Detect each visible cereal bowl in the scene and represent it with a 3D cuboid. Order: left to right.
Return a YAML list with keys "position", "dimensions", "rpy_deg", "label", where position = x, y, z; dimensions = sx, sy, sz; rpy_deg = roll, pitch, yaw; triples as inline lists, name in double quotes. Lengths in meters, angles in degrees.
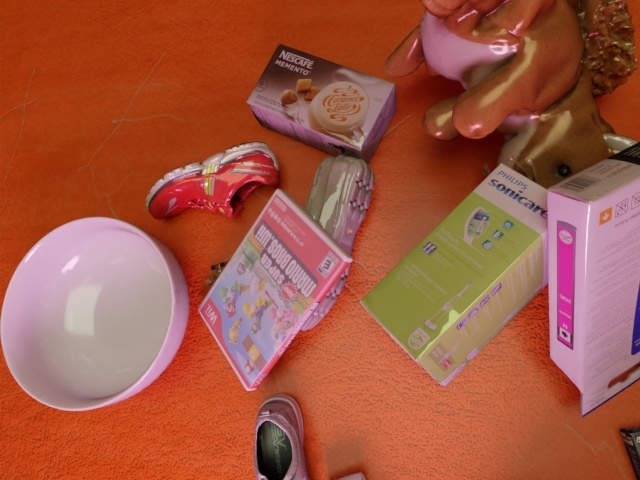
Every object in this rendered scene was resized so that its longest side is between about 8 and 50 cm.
- position: [-0.392, 0.132, 0.810]
  dimensions: [0.339, 0.141, 0.338]
  rpy_deg: [-3, 76, 11]
  label: "cereal bowl"

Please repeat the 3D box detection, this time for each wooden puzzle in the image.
- position: [-0.186, 0.066, 0.853]
  dimensions: [0.083, 0.006, 0.049]
  rpy_deg: [-17, 74, 7]
  label: "wooden puzzle"

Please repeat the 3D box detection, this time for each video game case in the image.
- position: [-0.092, 0.079, 0.748]
  dimensions: [0.204, 0.025, 0.285]
  rpy_deg: [45, 107, 35]
  label: "video game case"

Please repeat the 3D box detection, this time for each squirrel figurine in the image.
- position: [0.352, -0.265, 0.667]
  dimensions: [0.397, 0.281, 0.370]
  rpy_deg: [-38, 91, -8]
  label: "squirrel figurine"

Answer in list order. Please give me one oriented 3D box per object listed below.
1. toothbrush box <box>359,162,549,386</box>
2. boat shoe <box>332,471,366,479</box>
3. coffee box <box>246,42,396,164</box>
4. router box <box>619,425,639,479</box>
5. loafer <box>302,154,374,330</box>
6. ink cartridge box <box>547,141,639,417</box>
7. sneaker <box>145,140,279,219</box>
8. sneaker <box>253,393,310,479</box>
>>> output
- position: [0.225, 0.063, 0.653]
  dimensions: [0.283, 0.206, 0.122]
  rpy_deg: [-44, 54, 0]
  label: "toothbrush box"
- position: [0.085, 0.486, 0.652]
  dimensions: [0.084, 0.095, 0.258]
  rpy_deg: [-29, 74, 8]
  label: "boat shoe"
- position: [0.004, -0.259, 0.842]
  dimensions: [0.247, 0.098, 0.141]
  rpy_deg: [27, 83, 16]
  label: "coffee box"
- position: [0.519, 0.313, 0.632]
  dimensions: [0.123, 0.038, 0.092]
  rpy_deg: [-14, 74, 8]
  label: "router box"
- position: [0.000, 0.000, 0.786]
  dimensions: [0.112, 0.112, 0.319]
  rpy_deg: [16, 82, 34]
  label: "loafer"
- position: [0.398, 0.064, 0.588]
  dimensions: [0.176, 0.370, 0.069]
  rpy_deg: [-25, 28, -13]
  label: "ink cartridge box"
- position: [-0.210, -0.094, 0.850]
  dimensions: [0.279, 0.107, 0.118]
  rpy_deg: [-23, 83, 8]
  label: "sneaker"
- position: [-0.066, 0.397, 0.692]
  dimensions: [0.105, 0.115, 0.281]
  rpy_deg: [-18, 74, 7]
  label: "sneaker"
